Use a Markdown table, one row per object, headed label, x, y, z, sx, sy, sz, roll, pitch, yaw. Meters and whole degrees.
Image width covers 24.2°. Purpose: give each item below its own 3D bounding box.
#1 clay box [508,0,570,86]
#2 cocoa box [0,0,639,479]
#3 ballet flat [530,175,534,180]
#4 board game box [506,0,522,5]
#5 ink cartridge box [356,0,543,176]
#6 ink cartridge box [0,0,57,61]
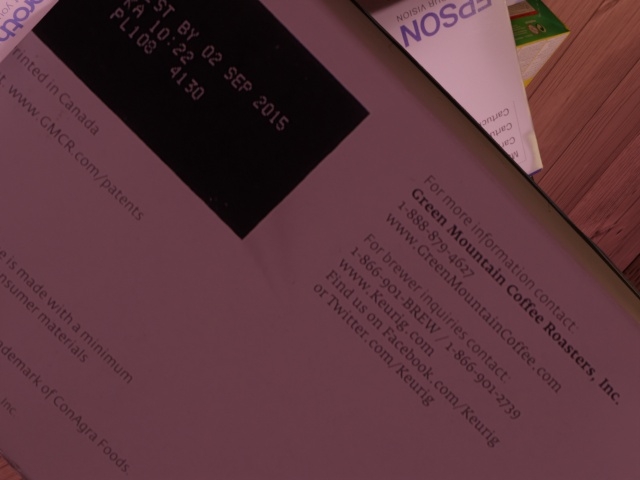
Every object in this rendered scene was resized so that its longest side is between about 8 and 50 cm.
| label | x | y | z | sx | sy | sz | roll | pitch | yaw |
| --- | --- | --- | --- | --- | --- | --- | --- | --- | --- |
| clay box | 0.100 | -0.103 | 1.246 | 0.127 | 0.053 | 0.222 | -22 | 156 | -51 |
| cocoa box | -0.014 | 0.023 | 0.693 | 0.231 | 0.347 | 0.228 | -44 | -177 | 9 |
| ballet flat | 0.189 | 0.059 | 1.652 | 0.164 | 0.182 | 0.483 | -36 | 163 | -16 |
| board game box | 0.120 | -0.215 | 1.017 | 0.211 | 0.039 | 0.160 | -26 | 158 | -45 |
| ink cartridge box | 0.033 | -0.047 | 0.952 | 0.223 | 0.045 | 0.224 | -27 | 125 | -12 |
| ink cartridge box | -0.196 | -0.058 | 0.570 | 0.207 | 0.097 | 0.046 | -44 | 142 | 10 |
